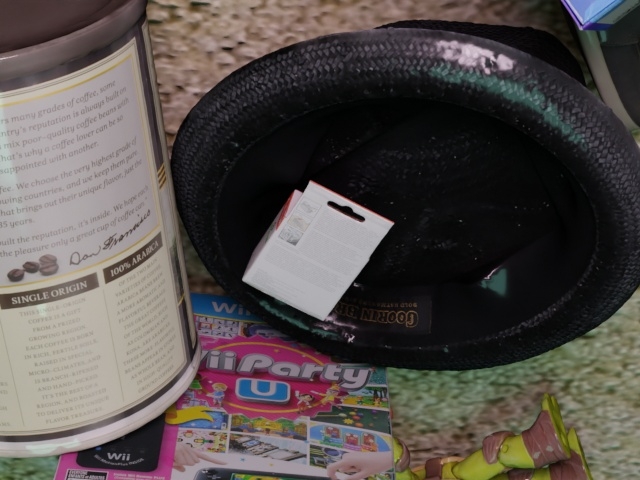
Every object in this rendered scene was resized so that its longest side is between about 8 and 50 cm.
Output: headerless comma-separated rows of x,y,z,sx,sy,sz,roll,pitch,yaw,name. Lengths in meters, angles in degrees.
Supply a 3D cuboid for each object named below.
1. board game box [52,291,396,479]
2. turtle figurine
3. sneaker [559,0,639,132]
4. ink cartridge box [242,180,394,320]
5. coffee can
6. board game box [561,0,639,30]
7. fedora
-0.065,0.148,1.083,0.224,0.303,0.097,6,114,-3,board game box
0.109,0.202,1.302,0.217,0.087,0.269,-22,125,17,turtle figurine
0.218,-0.172,1.010,0.118,0.083,0.222,-21,129,8,sneaker
0.000,0.000,0.992,0.063,0.029,0.115,27,137,-8,ink cartridge box
-0.193,-0.028,0.990,0.201,0.201,0.275,-4,119,4,coffee can
0.133,-0.315,0.772,0.233,0.078,0.347,-36,84,20,board game box
0.068,-0.056,1.044,0.334,0.152,0.334,10,138,9,fedora
